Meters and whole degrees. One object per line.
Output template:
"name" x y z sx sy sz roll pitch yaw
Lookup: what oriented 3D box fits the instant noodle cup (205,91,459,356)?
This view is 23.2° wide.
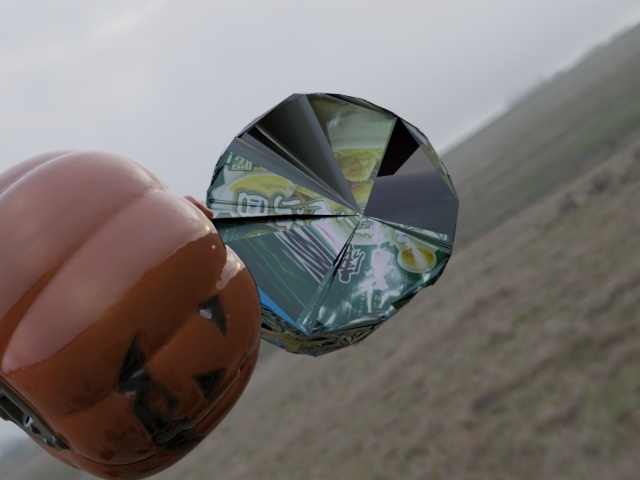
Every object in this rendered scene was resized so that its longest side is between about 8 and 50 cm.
"instant noodle cup" 0.000 0.000 1.475 0.240 0.240 0.178 -34 -12 -20

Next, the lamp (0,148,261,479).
"lamp" -0.119 0.034 0.863 0.164 0.187 0.187 -46 4 -22
